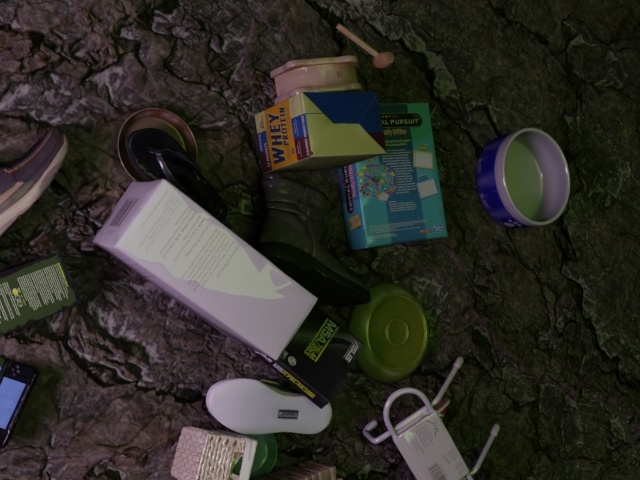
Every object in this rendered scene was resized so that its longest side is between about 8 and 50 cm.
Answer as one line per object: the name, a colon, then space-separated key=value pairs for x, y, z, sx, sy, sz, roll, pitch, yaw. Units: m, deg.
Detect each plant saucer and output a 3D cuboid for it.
plant saucer: x=-0.146 y=0.442 z=1.599 sx=0.119 sy=0.021 sz=0.119 roll=3 pitch=84 yaw=-35
plant saucer: x=-0.331 y=-0.182 z=1.551 sx=0.168 sy=0.029 sz=0.168 roll=4 pitch=82 yaw=-32
plant saucer: x=0.175 y=0.219 z=1.830 sx=0.241 sy=0.037 sz=0.241 roll=4 pitch=83 yaw=-33

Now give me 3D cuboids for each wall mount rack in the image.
wall mount rack: x=0.277 y=0.451 z=1.780 sx=0.304 sy=0.130 sz=0.350 roll=-31 pitch=102 yaw=-11

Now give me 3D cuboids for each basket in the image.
basket: x=-0.209 y=0.421 z=1.479 sx=0.103 sy=0.167 sz=0.113 roll=20 pitch=74 yaw=-25

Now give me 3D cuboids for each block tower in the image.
block tower: x=-0.107 y=0.532 z=1.549 sx=0.335 sy=0.097 sz=0.091 roll=-6 pitch=92 yaw=-42

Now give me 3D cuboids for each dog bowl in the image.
dog bowl: x=0.550 y=-0.166 z=2.081 sx=0.265 sy=0.104 sz=0.264 roll=4 pitch=82 yaw=-32

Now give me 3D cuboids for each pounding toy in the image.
pounding toy: x=0.019 y=-0.394 z=1.746 sx=0.270 sy=0.154 sz=0.154 roll=-8 pitch=89 yaw=-15

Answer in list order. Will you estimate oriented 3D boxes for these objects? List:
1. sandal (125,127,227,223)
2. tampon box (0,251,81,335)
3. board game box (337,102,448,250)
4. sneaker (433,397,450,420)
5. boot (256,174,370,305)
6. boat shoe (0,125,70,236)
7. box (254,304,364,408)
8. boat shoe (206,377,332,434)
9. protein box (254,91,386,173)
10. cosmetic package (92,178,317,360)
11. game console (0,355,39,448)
sandal: x=-0.275 y=-0.131 z=1.531 sx=0.254 sy=0.054 sz=0.097 roll=45 pitch=63 yaw=-21
tampon box: x=-0.524 y=0.094 z=1.336 sx=0.161 sy=0.120 sz=0.101 roll=-23 pitch=98 yaw=-33
board game box: x=0.166 y=-0.157 z=1.843 sx=0.254 sy=0.079 sz=0.336 roll=-7 pitch=88 yaw=-33
sneaker: x=0.286 y=0.443 z=1.872 sx=0.118 sy=0.042 sz=0.067 roll=-43 pitch=104 yaw=-21
boot: x=0.000 y=0.000 z=1.698 sx=0.338 sy=0.118 sz=0.222 roll=34 pitch=51 yaw=-41
boat shoe: x=-0.573 y=-0.078 z=1.320 sx=0.130 sy=0.132 sz=0.355 roll=43 pitch=62 yaw=-22
box: x=-0.020 y=0.230 z=1.629 sx=0.184 sy=0.045 sz=0.190 roll=38 pitch=43 yaw=1
boat shoe: x=-0.117 y=0.335 z=1.583 sx=0.301 sy=0.102 sz=0.108 roll=14 pitch=87 yaw=-38
protein box: x=-0.002 y=-0.232 z=1.668 sx=0.200 sy=0.201 sz=0.136 roll=-7 pitch=88 yaw=-34
cosmetic package: x=-0.221 y=0.057 z=1.473 sx=0.385 sy=0.217 sz=0.156 roll=38 pitch=76 yaw=-25
game console: x=-0.573 y=0.264 z=1.309 sx=0.085 sy=0.124 sz=0.144 roll=43 pitch=61 yaw=-51
